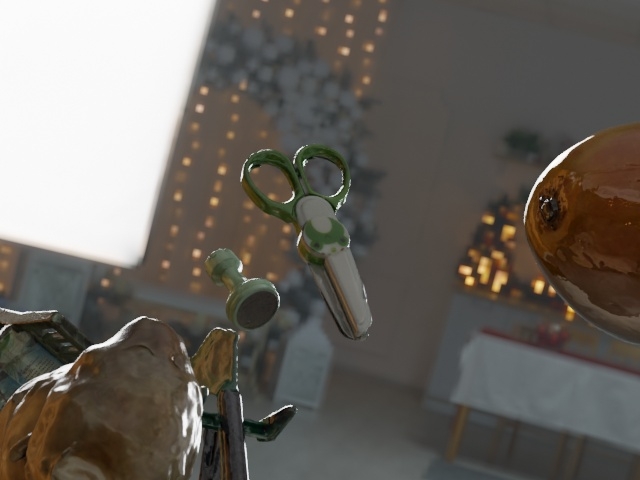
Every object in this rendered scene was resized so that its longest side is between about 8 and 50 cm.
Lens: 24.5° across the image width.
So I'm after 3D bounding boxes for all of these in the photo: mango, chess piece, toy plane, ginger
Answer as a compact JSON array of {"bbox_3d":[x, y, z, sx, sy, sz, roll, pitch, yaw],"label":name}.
[{"bbox_3d":[0.216,0.005,0.879,0.253,0.138,0.113,30,31,-51],"label":"mango"},{"bbox_3d":[-0.099,0.054,1.767,0.067,0.067,0.103,11,25,-41],"label":"chess piece"},{"bbox_3d":[-0.066,0.237,1.147,0.106,0.382,0.155,17,-36,-37],"label":"toy plane"},{"bbox_3d":[-0.112,0.097,0.724,0.080,0.104,0.204,28,-19,-13],"label":"ginger"}]

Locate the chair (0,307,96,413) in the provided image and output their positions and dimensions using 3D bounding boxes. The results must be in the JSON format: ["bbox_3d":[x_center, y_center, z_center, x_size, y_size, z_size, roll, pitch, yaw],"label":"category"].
[{"bbox_3d":[-0.368,0.180,1.845,0.136,0.147,0.270,45,-19,-21],"label":"chair"}]

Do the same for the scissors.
[{"bbox_3d":[0.000,0.000,1.293,0.101,0.027,0.204,-9,56,-19],"label":"scissors"}]
